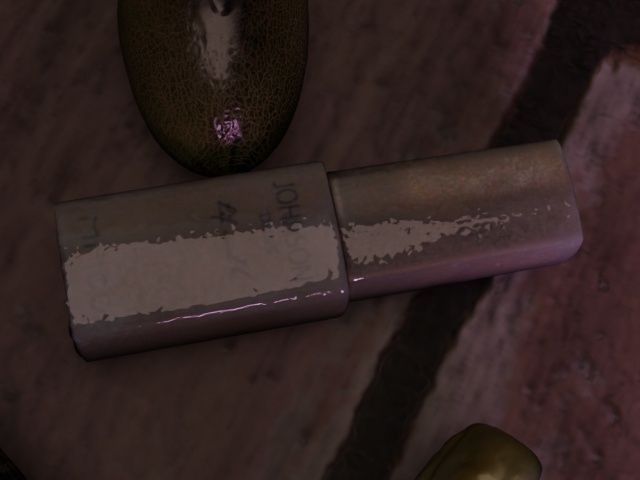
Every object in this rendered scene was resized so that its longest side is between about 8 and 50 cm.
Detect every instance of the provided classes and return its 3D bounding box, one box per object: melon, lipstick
[{"bbox_3d":[-0.055,-0.112,0.537,0.099,0.099,0.162,-2,78,-5],"label":"melon"},{"bbox_3d":[0.000,0.000,0.524,0.253,0.077,0.079,-11,78,-7],"label":"lipstick"}]

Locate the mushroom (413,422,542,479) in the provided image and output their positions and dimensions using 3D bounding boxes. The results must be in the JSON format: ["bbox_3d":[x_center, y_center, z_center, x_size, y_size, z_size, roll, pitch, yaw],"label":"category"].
[{"bbox_3d":[0.021,0.245,0.463,0.107,0.087,0.333,35,76,-6],"label":"mushroom"}]

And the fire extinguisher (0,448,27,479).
[{"bbox_3d":[-0.166,0.123,0.475,0.337,0.106,0.147,48,53,7],"label":"fire extinguisher"}]
